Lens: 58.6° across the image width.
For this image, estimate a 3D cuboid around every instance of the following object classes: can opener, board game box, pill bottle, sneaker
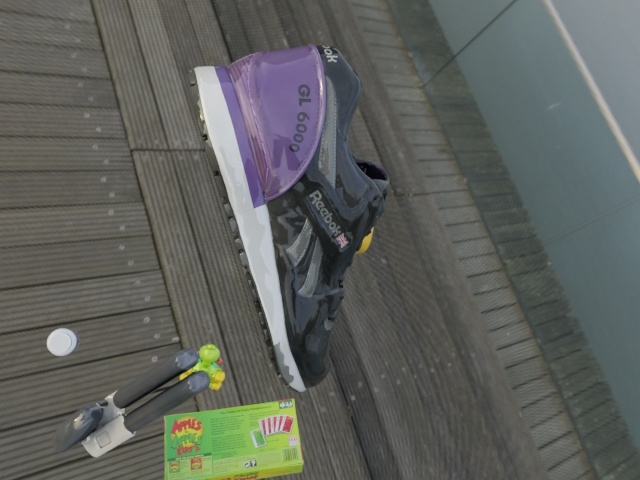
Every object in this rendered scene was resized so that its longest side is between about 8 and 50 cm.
[{"bbox_3d":[-0.293,0.256,0.857,0.076,0.283,0.095,60,26,9],"label":"can opener"},{"bbox_3d":[-0.120,0.281,0.786,0.181,0.043,0.092,-5,53,-10],"label":"board game box"},{"bbox_3d":[-0.632,0.249,1.402,0.067,0.120,0.067,3,82,-17],"label":"pill bottle"},{"bbox_3d":[0.000,0.000,0.430,0.124,0.284,0.107,-16,35,-7],"label":"sneaker"}]

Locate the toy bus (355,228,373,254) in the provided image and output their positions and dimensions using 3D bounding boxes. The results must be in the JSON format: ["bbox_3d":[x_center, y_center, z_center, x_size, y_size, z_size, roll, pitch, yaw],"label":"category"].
[{"bbox_3d":[-0.005,-0.038,0.995,0.191,0.202,0.105,32,67,-59],"label":"toy bus"}]

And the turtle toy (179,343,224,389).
[{"bbox_3d":[-0.254,0.277,1.265,0.095,0.130,0.066,18,51,-9],"label":"turtle toy"}]
